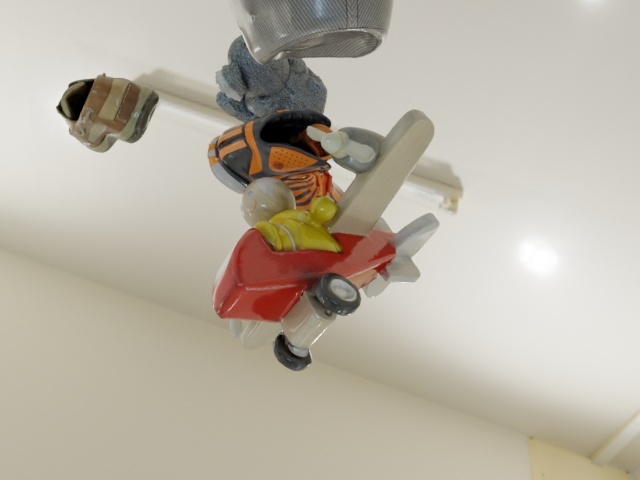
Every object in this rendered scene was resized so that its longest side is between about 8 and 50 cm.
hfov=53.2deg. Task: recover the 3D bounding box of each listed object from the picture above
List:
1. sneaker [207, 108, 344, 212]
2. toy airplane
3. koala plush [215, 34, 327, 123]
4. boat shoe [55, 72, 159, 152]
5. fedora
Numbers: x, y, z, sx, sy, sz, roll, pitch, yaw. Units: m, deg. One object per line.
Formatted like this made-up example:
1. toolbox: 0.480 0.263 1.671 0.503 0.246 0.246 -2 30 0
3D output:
1. sneaker: -0.016 -0.108 1.071 0.321 0.180 0.124 22 -122 -45
2. toy airplane: 0.000 0.000 0.972 0.386 0.384 0.272 -42 -105 -12
3. koala plush: -0.098 -0.308 1.180 0.203 0.221 0.196 41 -93 22
4. boat shoe: -0.396 -0.237 1.128 0.120 0.324 0.122 24 -103 -33
5. fedora: -0.014 -0.259 0.693 0.244 0.124 0.275 -12 -165 -27
